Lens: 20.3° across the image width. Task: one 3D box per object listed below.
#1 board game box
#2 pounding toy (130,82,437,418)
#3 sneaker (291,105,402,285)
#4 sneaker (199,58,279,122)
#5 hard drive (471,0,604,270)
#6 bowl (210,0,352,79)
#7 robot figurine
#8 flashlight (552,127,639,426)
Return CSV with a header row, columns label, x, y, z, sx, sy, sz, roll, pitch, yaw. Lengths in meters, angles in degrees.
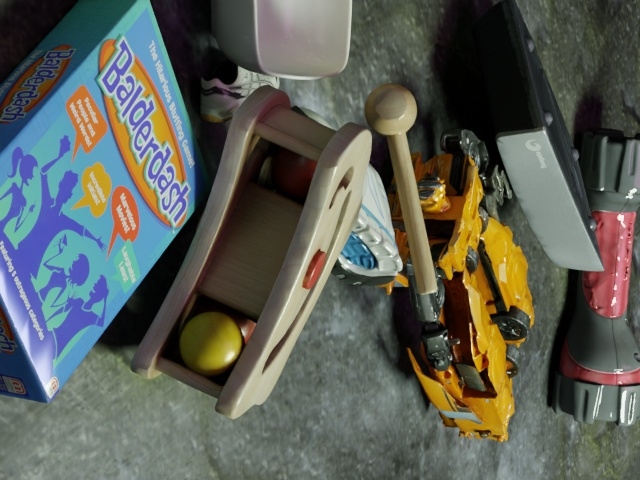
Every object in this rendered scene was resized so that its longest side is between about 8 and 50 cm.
label,x,y,z,sx,sy,sz,roll,pitch,yaw
board game box,-0.152,-0.031,1.089,0.210,0.047,0.160,-57,143,-39
pounding toy,0.000,0.000,1.195,0.269,0.155,0.154,-63,169,-11
sneaker,0.008,-0.048,1.374,0.191,0.071,0.083,60,26,-47
sneaker,-0.056,-0.113,1.258,0.083,0.032,0.037,-42,132,-50
hard drive,0.200,-0.089,1.640,0.255,0.054,0.172,56,22,-55
bowl,-0.031,-0.185,1.257,0.142,0.053,0.142,-9,102,-60
robot figurine,0.117,0.041,1.545,0.291,0.085,0.211,63,36,-47
flashlight,0.307,0.039,1.887,0.103,0.103,0.304,-12,109,-57
